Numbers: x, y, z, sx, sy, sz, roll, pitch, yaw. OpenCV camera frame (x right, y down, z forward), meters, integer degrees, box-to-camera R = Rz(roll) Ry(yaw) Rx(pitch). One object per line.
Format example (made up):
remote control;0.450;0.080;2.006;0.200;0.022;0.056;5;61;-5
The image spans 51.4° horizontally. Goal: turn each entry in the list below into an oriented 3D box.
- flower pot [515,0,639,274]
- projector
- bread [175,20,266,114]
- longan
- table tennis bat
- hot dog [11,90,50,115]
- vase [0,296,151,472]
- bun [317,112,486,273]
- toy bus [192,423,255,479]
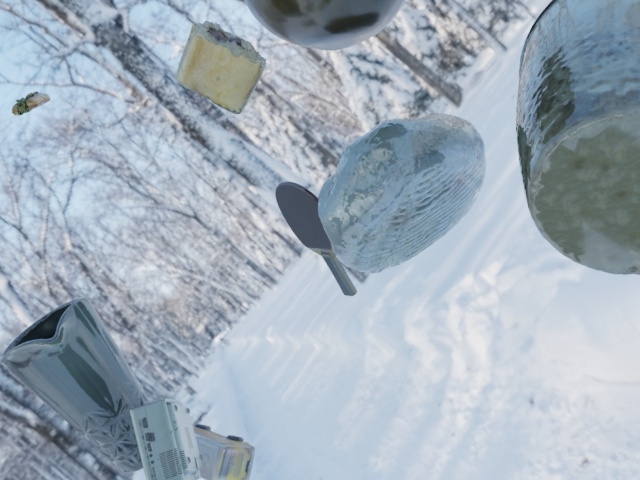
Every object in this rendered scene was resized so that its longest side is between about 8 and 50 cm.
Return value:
flower pot;0.379;-0.142;0.801;0.293;0.293;0.330;-49;10;41
projector;-0.206;0.279;0.912;0.061;0.115;0.147;-15;-15;-6
bread;-0.153;-0.269;1.025;0.106;0.125;0.082;-56;12;36
longan;0.012;-0.468;1.082;0.319;0.319;0.319;-50;0;0
table tennis bat;0.000;0.000;1.428;0.022;0.301;0.173;-43;25;-26
hot dog;-0.378;-0.180;0.865;0.037;0.021;0.083;-22;20;-1
vase;-0.375;0.239;1.095;0.156;0.301;0.251;-40;23;-22
bun;0.139;-0.100;1.209;0.354;0.194;0.354;-32;-26;-18
toy bus;-0.235;0.420;1.321;0.268;0.106;0.092;-2;72;50
